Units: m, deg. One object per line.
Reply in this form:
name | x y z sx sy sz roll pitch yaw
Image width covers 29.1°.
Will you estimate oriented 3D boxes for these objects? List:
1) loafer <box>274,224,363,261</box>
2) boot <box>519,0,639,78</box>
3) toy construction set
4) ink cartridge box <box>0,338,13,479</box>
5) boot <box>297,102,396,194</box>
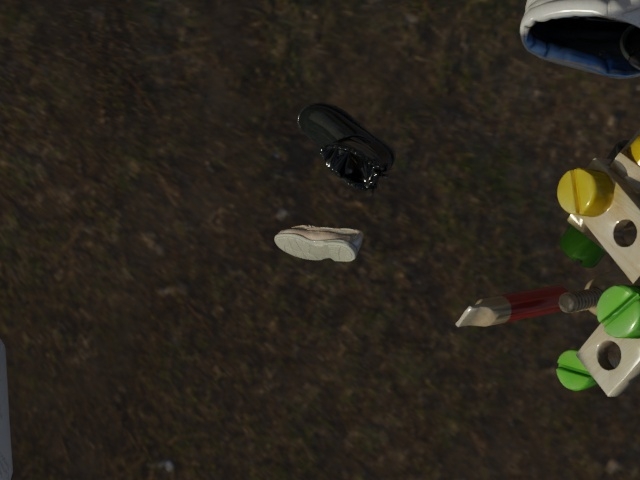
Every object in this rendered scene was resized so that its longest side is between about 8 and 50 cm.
loafer | 0.000 0.000 1.602 0.039 0.125 0.045 -57 138 -32
boot | 0.289 -0.168 0.981 0.123 0.258 0.095 -64 155 -44
toy construction set | 0.223 0.026 0.915 0.237 0.309 0.257 -6 73 -43
ink cartridge box | -0.231 0.140 0.539 0.189 0.232 0.066 -17 139 -1
boot | 0.021 -0.095 1.250 0.121 0.099 0.045 32 111 5
